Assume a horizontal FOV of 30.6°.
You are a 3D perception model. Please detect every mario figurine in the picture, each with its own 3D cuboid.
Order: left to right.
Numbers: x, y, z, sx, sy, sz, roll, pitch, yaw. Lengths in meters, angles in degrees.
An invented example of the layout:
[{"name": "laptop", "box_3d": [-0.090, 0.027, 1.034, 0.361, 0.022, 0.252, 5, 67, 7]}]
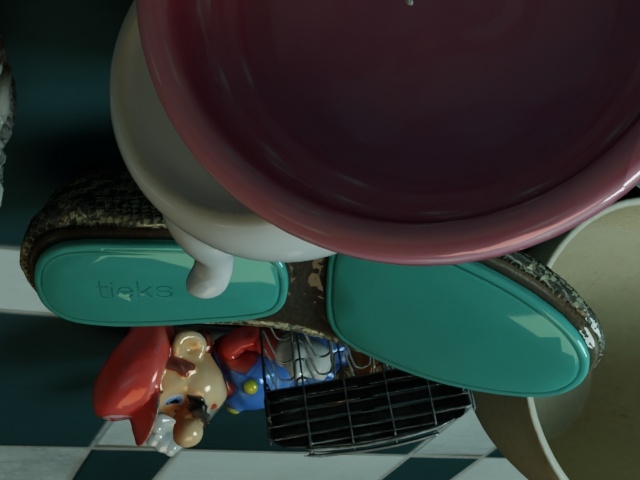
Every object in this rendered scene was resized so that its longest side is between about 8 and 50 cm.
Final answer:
[{"name": "mario figurine", "box_3d": [-0.090, 0.172, 1.285, 0.320, 0.170, 0.198, -3, 116, -26]}]

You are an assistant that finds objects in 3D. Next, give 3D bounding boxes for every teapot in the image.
[{"name": "teapot", "box_3d": [-0.006, -0.100, 0.815, 0.256, 0.253, 0.187, -6, 169, 20]}]

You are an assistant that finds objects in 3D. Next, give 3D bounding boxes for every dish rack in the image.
[{"name": "dish rack", "box_3d": [0.036, 0.096, 1.115, 0.208, 0.271, 0.074, -11, 133, 3]}]

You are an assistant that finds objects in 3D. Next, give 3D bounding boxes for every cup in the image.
[{"name": "cup", "box_3d": [0.286, 0.133, 1.239, 0.331, 0.331, 0.237, 6, 171, -24]}]

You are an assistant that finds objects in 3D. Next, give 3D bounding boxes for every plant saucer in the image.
[{"name": "plant saucer", "box_3d": [0.063, -0.148, 0.654, 0.332, 0.332, 0.084, -16, 168, 12]}]

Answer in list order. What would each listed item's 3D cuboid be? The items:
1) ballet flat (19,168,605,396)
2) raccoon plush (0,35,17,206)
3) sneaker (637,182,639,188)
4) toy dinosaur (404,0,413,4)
[{"name": "ballet flat", "box_3d": [-0.003, 0.004, 0.990, 0.482, 0.182, 0.164, 8, 130, 4]}, {"name": "raccoon plush", "box_3d": [-0.415, -0.119, 0.776, 0.446, 0.216, 0.299, 11, 174, 25]}, {"name": "sneaker", "box_3d": [0.428, -0.048, 1.061, 0.366, 0.135, 0.150, 27, 167, -9]}, {"name": "toy dinosaur", "box_3d": [-0.059, -0.235, 0.577, 0.160, 0.314, 0.121, -26, -179, -15]}]
